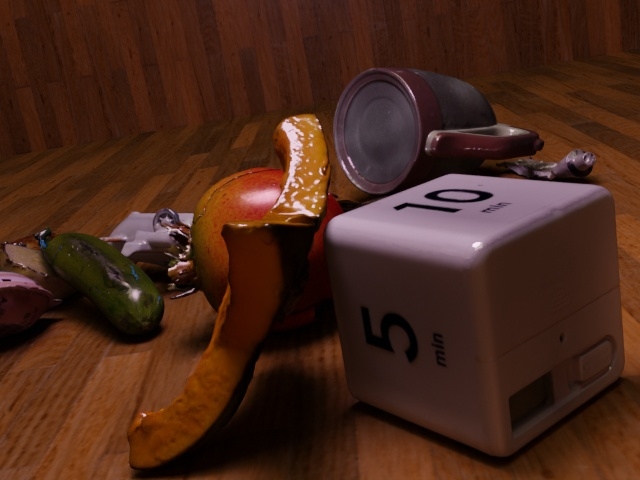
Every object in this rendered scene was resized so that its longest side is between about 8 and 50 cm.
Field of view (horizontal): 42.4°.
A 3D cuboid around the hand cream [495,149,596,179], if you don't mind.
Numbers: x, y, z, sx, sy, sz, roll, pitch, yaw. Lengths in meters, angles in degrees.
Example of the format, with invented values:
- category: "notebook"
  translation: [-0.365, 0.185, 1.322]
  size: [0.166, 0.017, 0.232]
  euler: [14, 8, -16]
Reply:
- category: "hand cream"
  translation: [0.426, -0.140, 1.526]
  size: [0.084, 0.050, 0.257]
  euler: [-14, 8, -18]

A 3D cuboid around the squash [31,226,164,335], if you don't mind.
- category: "squash"
  translation: [-0.321, 0.046, 1.183]
  size: [0.087, 0.087, 0.332]
  euler: [-22, 33, -36]

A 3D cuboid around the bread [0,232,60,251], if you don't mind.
- category: "bread"
  translation: [-0.512, 0.045, 1.441]
  size: [0.193, 0.063, 0.193]
  euler: [-10, 22, 4]

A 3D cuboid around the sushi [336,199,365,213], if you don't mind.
- category: "sushi"
  translation: [0.000, 0.000, 1.212]
  size: [0.231, 0.047, 0.220]
  euler: [-9, -14, 33]

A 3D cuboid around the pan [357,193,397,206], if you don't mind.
- category: "pan"
  translation: [0.093, -0.042, 1.406]
  size: [0.115, 0.040, 0.212]
  euler: [-12, 15, 12]

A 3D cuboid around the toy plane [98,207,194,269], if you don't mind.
- category: "toy plane"
  translation: [-0.234, 0.007, 1.316]
  size: [0.245, 0.117, 0.244]
  euler: [-1, 0, 0]

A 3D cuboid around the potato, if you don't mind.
- category: "potato"
  translation: [-0.421, 0.071, 1.298]
  size: [0.172, 0.089, 0.100]
  euler: [13, 18, -37]

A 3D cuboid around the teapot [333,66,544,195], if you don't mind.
- category: "teapot"
  translation: [0.239, -0.202, 1.557]
  size: [0.312, 0.233, 0.315]
  euler: [-9, 22, -39]

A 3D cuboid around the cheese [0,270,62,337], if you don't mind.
- category: "cheese"
  translation: [-0.487, 0.089, 1.115]
  size: [0.189, 0.074, 0.286]
  euler: [-27, -21, 35]

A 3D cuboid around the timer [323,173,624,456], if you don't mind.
- category: "timer"
  translation: [0.143, 0.055, 0.768]
  size: [0.192, 0.194, 0.195]
  euler: [-22, 21, -35]

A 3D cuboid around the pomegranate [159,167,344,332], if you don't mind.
- category: "pomegranate"
  translation: [-0.076, 0.011, 1.025]
  size: [0.235, 0.210, 0.210]
  euler: [-6, 15, -10]

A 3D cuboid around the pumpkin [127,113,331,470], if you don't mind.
- category: "pumpkin"
  translation: [-0.068, 0.049, 0.794]
  size: [0.095, 0.290, 0.258]
  euler: [25, 29, 0]
